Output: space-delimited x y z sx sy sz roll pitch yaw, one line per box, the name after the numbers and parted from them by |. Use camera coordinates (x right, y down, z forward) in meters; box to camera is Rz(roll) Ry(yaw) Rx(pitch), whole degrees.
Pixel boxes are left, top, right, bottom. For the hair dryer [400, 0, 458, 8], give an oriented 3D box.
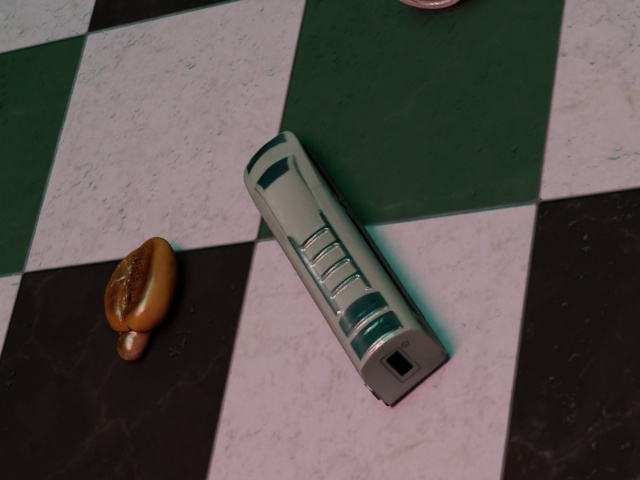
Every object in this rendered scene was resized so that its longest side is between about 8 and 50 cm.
0.035 -0.333 2.137 0.357 0.107 0.173 -14 54 40 | hair dryer

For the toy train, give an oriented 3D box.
0.000 0.000 1.938 0.086 0.088 0.407 -41 45 9 | toy train

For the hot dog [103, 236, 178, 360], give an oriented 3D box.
-0.201 0.065 2.069 0.090 0.060 0.140 -17 47 32 | hot dog
